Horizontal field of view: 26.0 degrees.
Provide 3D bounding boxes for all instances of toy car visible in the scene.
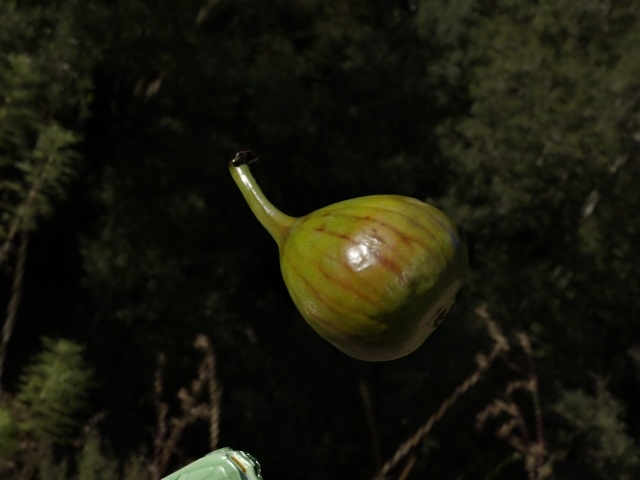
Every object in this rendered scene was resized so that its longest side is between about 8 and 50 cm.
[{"bbox_3d":[-0.112,0.219,1.025,0.058,0.186,0.093,-3,69,-57],"label":"toy car"}]

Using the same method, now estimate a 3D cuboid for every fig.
[{"bbox_3d":[0.000,0.000,1.225,0.259,0.151,0.151,31,23,17],"label":"fig"}]
